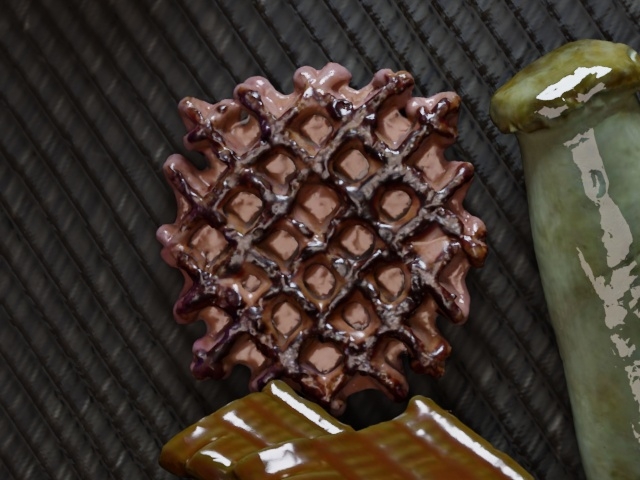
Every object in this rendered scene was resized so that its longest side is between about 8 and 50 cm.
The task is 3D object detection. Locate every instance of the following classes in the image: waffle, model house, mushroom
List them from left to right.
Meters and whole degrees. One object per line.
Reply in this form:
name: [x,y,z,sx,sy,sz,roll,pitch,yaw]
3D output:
waffle: [0.000,0.000,1.190,0.221,0.055,0.234,-3,89,7]
model house: [0.015,0.199,1.138,0.229,0.219,0.199,-51,52,-2]
mushroom: [0.195,0.036,1.160,0.107,0.087,0.333,-14,94,9]
